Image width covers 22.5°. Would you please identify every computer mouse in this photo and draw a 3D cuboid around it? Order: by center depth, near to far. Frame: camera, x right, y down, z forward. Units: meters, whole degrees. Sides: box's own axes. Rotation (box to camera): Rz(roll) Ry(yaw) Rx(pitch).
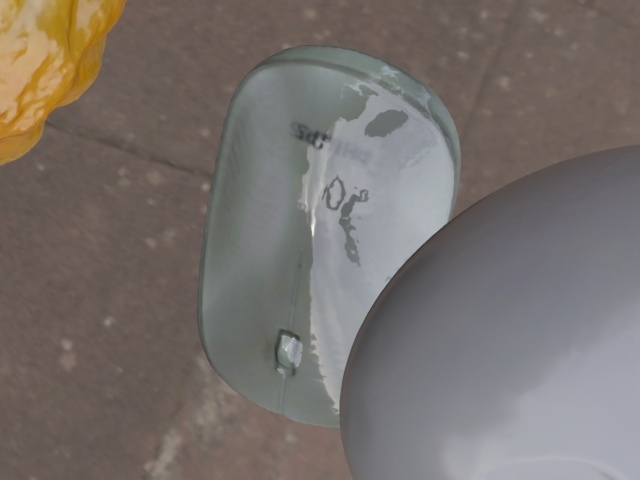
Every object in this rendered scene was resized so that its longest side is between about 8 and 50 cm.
[{"bbox_3d":[-0.002,0.003,1.285,0.095,0.197,0.331,-44,149,-61],"label":"computer mouse"}]

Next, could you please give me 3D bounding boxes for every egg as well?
[{"bbox_3d":[0.116,0.053,0.573,0.231,0.176,0.176,-3,108,-31],"label":"egg"}]

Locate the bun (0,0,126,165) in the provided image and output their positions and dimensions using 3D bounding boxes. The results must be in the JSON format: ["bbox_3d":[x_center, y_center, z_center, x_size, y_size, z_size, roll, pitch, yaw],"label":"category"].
[{"bbox_3d":[-0.227,-0.122,0.909,0.299,0.165,0.299,-30,153,-16],"label":"bun"}]
